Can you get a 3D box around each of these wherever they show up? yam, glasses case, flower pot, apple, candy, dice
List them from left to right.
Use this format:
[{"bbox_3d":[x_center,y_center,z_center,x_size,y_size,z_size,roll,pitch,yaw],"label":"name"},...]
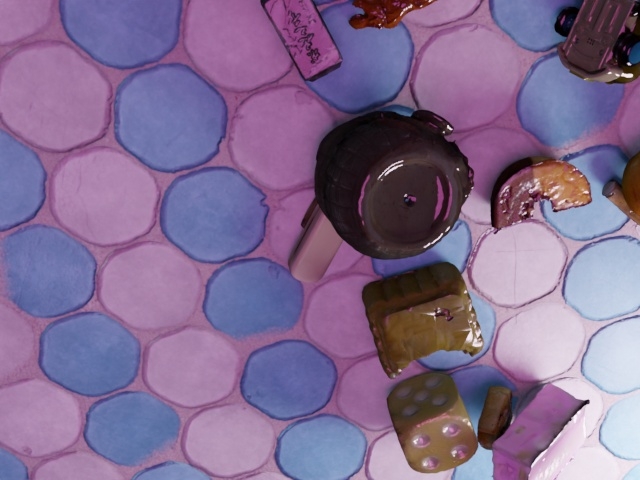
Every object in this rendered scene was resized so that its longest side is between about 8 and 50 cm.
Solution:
[{"bbox_3d":[-0.015,-0.073,1.874,0.014,0.014,0.107,22,112,-16],"label":"yam"},{"bbox_3d":[0.000,0.000,1.887,0.083,0.050,0.196,20,112,-24],"label":"glasses case"},{"bbox_3d":[0.144,-0.116,1.738,0.302,0.213,0.302,-6,108,-20],"label":"flower pot"},{"bbox_3d":[0.259,0.423,2.067,0.169,0.169,0.166,-20,116,3],"label":"dice"},{"bbox_3d":[0.515,0.474,2.072,0.265,0.116,0.155,-37,134,-33],"label":"candy"},{"bbox_3d":[0.718,-0.047,1.952,0.264,0.046,0.046,34,108,-21],"label":"yam"},{"bbox_3d":[0.715,-0.134,1.840,0.182,0.182,0.155,-28,95,8],"label":"apple"}]

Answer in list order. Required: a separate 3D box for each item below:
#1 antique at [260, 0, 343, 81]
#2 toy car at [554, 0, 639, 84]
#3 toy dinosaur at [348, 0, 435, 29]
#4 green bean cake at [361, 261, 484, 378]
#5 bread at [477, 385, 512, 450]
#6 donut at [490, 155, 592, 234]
[{"bbox_3d":[-0.033,-0.394,1.670,0.088,0.086,0.183,-28,116,8],"label":"antique"},{"bbox_3d":[0.593,-0.415,1.693,0.198,0.204,0.248,6,116,-34],"label":"toy car"},{"bbox_3d":[0.236,-0.525,1.630,0.432,0.097,0.208,-21,131,8],"label":"toy dinosaur"},{"bbox_3d":[0.228,0.187,1.970,0.236,0.124,0.233,-18,117,2],"label":"green bean cake"},{"bbox_3d":[0.414,0.421,2.093,0.064,0.156,0.117,5,143,25],"label":"bread"},{"bbox_3d":[0.452,-0.113,1.867,0.217,0.085,0.141,-12,117,-1],"label":"donut"}]
